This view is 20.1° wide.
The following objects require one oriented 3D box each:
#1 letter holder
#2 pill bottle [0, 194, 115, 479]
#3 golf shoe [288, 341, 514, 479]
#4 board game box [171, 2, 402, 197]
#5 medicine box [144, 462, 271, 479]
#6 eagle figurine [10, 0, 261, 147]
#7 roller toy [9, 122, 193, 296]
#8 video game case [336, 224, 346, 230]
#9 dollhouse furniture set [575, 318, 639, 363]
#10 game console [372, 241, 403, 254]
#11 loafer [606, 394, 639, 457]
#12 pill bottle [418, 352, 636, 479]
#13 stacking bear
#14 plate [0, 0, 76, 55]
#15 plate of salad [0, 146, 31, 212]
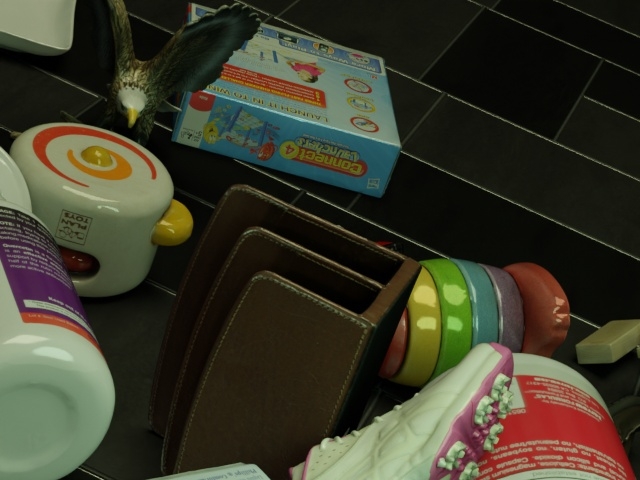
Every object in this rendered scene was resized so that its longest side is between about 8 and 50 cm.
[{"bbox_3d":[-0.069,0.128,1.698,0.214,0.302,0.152,25,27,9],"label":"letter holder"},{"bbox_3d":[-0.320,0.081,1.742,0.181,0.182,0.323,6,30,-27],"label":"pill bottle"},{"bbox_3d":[0.053,0.194,1.572,0.140,0.115,0.306,28,65,25],"label":"golf shoe"},{"bbox_3d":[-0.053,-0.203,2.558,0.308,0.086,0.302,15,28,-11],"label":"board game box"},{"bbox_3d":[-0.064,0.358,1.318,0.149,0.264,0.289,-6,38,-41],"label":"medicine box"},{"bbox_3d":[-0.222,-0.218,2.231,0.226,0.298,0.225,-4,35,-39],"label":"eagle figurine"},{"bbox_3d":[-0.267,-0.040,2.039,0.191,0.146,0.209,-9,40,-44],"label":"roller toy"},{"bbox_3d":[0.000,0.000,2.239,0.087,0.011,0.122,-4,13,-15],"label":"video game case"},{"bbox_3d":[0.414,0.175,2.255,0.151,0.123,0.144,-5,11,34],"label":"dollhouse furniture set"},{"bbox_3d":[0.044,0.053,2.235,0.124,0.085,0.144,2,10,40],"label":"game console"},{"bbox_3d":[0.311,0.236,2.036,0.220,0.080,0.078,-17,78,-52],"label":"loafer"},{"bbox_3d":[0.199,0.302,1.648,0.229,0.229,0.408,14,28,-14],"label":"pill bottle"},{"bbox_3d":[0.108,0.099,2.050,0.289,0.175,0.164,1,34,-20],"label":"stacking bear"},{"bbox_3d":[-0.486,-0.345,2.560,0.277,0.045,0.278,14,28,-12],"label":"plate"},{"bbox_3d":[-0.410,-0.028,1.929,0.199,0.200,0.048,15,-15,-11],"label":"plate of salad"}]
